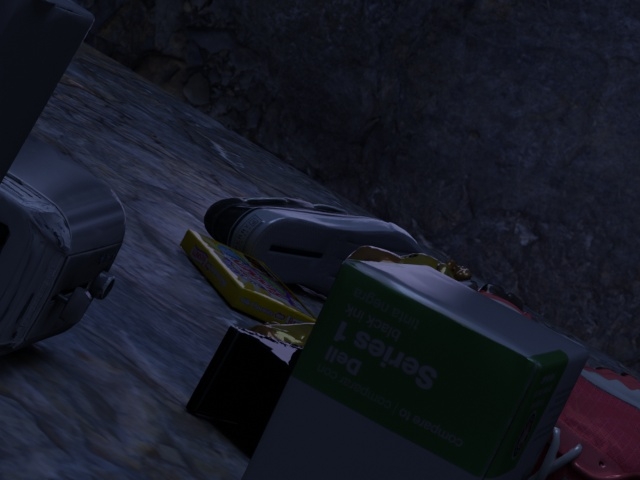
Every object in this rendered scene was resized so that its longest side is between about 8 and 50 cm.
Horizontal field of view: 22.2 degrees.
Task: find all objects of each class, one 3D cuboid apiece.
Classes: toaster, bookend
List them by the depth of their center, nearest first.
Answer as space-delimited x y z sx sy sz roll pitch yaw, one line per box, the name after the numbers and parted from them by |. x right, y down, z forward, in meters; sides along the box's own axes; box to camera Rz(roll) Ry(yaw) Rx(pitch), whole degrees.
-0.243 -0.017 1.059 0.227 0.129 0.146 30 9 0 | toaster
0.015 0.143 1.172 0.156 0.072 0.157 21 11 -46 | bookend

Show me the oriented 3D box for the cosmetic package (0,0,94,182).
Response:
-0.235 -0.049 0.853 0.107 0.238 0.127 31 6 17 | cosmetic package

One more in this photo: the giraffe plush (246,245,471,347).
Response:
0.052 0.081 1.369 0.210 0.170 0.181 26 7 -22 | giraffe plush

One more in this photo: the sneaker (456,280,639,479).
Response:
0.151 0.130 1.112 0.314 0.116 0.136 23 25 -30 | sneaker

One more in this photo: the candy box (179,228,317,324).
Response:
-0.076 0.046 1.730 0.105 0.027 0.206 23 8 -26 | candy box

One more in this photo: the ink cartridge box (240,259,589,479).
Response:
0.020 0.126 0.693 0.092 0.219 0.160 28 5 15 | ink cartridge box

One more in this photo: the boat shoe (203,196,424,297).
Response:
0.000 0.000 1.983 0.335 0.121 0.119 19 15 -48 | boat shoe
